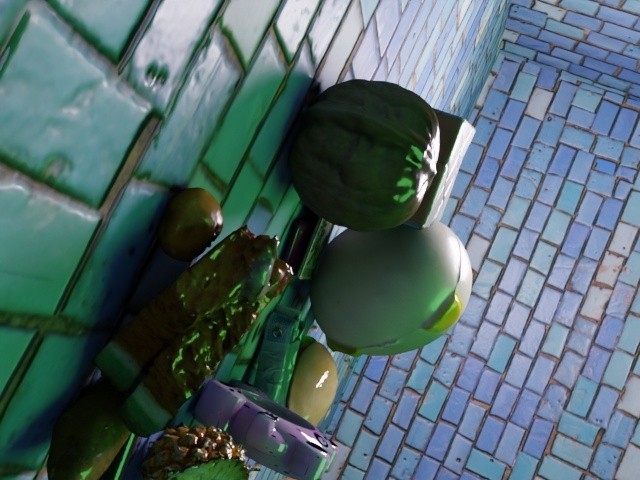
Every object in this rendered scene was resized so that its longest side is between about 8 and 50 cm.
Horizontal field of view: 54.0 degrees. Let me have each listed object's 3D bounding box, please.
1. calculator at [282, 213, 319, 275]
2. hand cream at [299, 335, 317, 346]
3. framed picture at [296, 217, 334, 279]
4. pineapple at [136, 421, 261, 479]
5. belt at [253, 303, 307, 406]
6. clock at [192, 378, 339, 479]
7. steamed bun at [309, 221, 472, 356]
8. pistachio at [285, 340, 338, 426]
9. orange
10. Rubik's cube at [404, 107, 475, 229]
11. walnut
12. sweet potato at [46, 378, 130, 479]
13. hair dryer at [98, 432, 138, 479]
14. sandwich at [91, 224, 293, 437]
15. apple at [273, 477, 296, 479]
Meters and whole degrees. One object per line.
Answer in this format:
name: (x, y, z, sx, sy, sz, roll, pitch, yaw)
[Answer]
calculator: (-0.029, 0.006, 1.257, 0.190, 0.034, 0.126, -31, 141, -69)
hand cream: (-0.066, 0.373, 1.735, 0.079, 0.050, 0.275, -16, 139, -40)
framed picture: (0.000, 0.000, 1.280, 0.231, 0.010, 0.173, 26, 85, -83)
pineapple: (-0.202, 0.333, 0.968, 0.176, 0.137, 0.161, 10, 121, -36)
belt: (-0.098, 0.282, 1.316, 0.087, 0.072, 0.302, -9, 115, -66)
clock: (-0.090, 0.339, 1.121, 0.090, 0.248, 0.227, -62, 166, -7)
steamed bun: (0.155, 0.100, 1.427, 0.374, 0.333, 0.334, -24, -171, 28)
pistachio: (-0.053, 0.359, 1.495, 0.293, 0.162, 0.181, -46, 140, -48)
orange: (-0.144, -0.017, 0.708, 0.086, 0.062, 0.086, -58, 162, -32)
Rubik's cube: (0.159, -0.167, 1.263, 0.231, 0.225, 0.221, -17, 127, -70)
walnut: (0.075, -0.135, 1.004, 0.248, 0.248, 0.248, -59, 165, -27)
sweet potato: (-0.238, 0.192, 0.693, 0.269, 0.075, 0.074, -67, 175, -66)
hair dryer: (-0.263, 0.274, 0.777, 0.128, 0.070, 0.255, 46, 61, -75)
sandwich: (-0.133, 0.080, 0.712, 0.292, 0.109, 0.212, -50, 180, -30)
apple: (-0.106, 0.808, 1.593, 0.391, 0.392, 0.346, -64, 169, -8)
